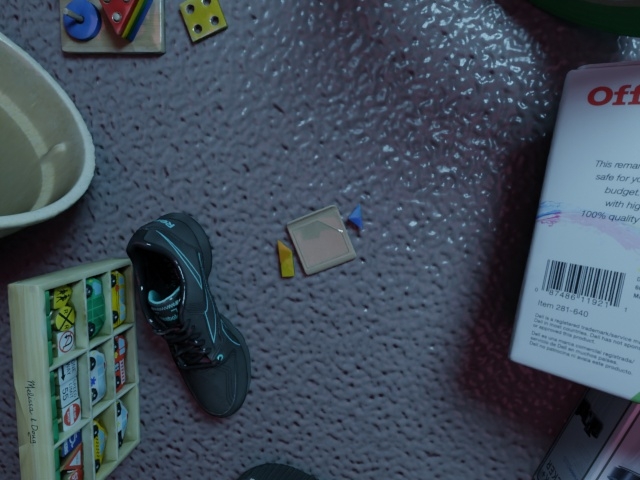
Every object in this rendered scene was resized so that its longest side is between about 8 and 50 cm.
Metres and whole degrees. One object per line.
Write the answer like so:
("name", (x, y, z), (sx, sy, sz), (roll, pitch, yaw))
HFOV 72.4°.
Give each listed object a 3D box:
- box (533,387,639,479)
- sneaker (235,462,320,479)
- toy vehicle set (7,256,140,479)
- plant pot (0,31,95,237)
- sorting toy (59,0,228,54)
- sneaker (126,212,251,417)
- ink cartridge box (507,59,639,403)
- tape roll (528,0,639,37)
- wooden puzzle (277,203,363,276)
("box", (0.384, 0.204, 0.469), (0.169, 0.087, 0.290), (23, 100, 5))
("sneaker", (0.061, 0.486, 0.539), (0.448, 0.169, 0.257), (23, 109, 13))
("toy vehicle set", (-0.280, 0.163, 0.521), (0.035, 0.166, 0.266), (3, 98, 8))
("plant pot", (-0.485, -0.065, 0.469), (0.305, 0.334, 0.334), (-37, 91, 23))
("sorting toy", (-0.247, -0.294, 0.515), (0.275, 0.046, 0.132), (4, 99, 8))
("sneaker", (-0.165, 0.102, 0.528), (0.101, 0.106, 0.267), (-18, 96, 9))
("ink cartridge box", (0.306, -0.002, 0.380), (0.201, 0.117, 0.278), (13, 93, 40))
("tape roll", (0.201, -0.282, 0.309), (0.321, 0.321, 0.077), (38, 101, 2))
("wooden puzzle", (0.000, 0.000, 0.536), (0.116, 0.014, 0.078), (-14, 100, 10))
